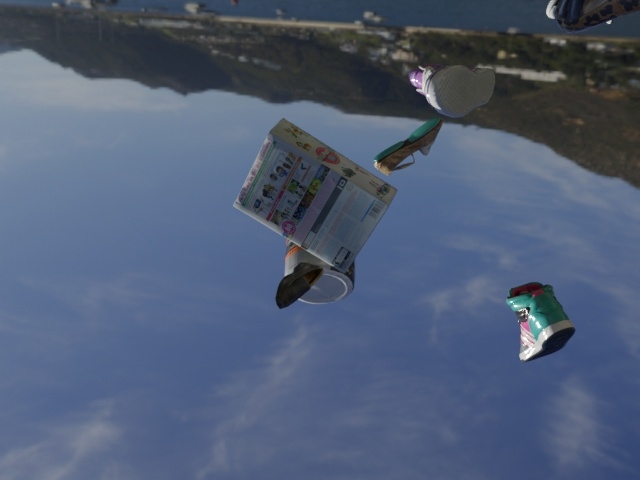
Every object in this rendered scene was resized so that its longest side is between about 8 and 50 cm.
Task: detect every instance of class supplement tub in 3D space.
[{"bbox_3d":[0.000,0.000,2.081,0.207,0.207,0.338,3,-126,-3],"label":"supplement tub"}]

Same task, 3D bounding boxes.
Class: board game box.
[{"bbox_3d":[-0.014,-0.097,1.571,0.303,0.224,0.097,32,-145,0],"label":"board game box"}]

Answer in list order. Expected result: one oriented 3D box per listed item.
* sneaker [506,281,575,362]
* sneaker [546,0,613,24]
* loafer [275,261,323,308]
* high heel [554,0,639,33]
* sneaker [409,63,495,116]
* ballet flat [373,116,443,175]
[{"bbox_3d":[0.551,0.203,1.815,0.124,0.295,0.178,-16,-115,-7],"label":"sneaker"},{"bbox_3d":[0.822,-0.709,2.121,0.235,0.094,0.153,-17,-128,3],"label":"sneaker"},{"bbox_3d":[-0.053,0.107,1.713,0.061,0.062,0.170,-1,-146,32],"label":"loafer"},{"bbox_3d":[0.550,-0.423,1.216,0.261,0.093,0.186,2,165,7],"label":"high heel"},{"bbox_3d":[0.241,-0.318,1.452,0.161,0.102,0.282,16,-162,28],"label":"sneaker"},{"bbox_3d":[0.231,-0.231,1.756,0.206,0.067,0.073,-31,-158,23],"label":"ballet flat"}]
